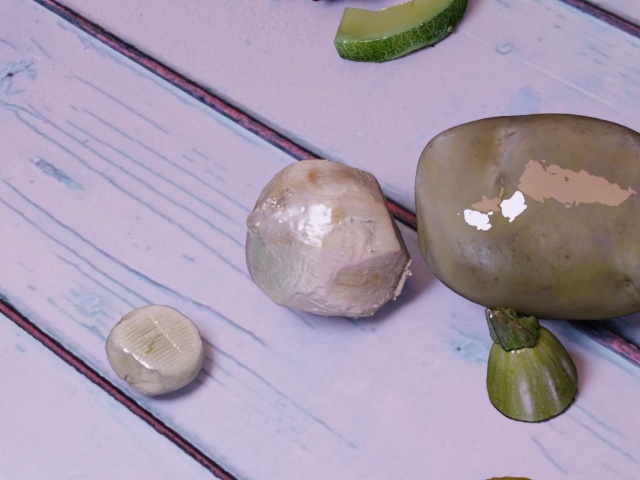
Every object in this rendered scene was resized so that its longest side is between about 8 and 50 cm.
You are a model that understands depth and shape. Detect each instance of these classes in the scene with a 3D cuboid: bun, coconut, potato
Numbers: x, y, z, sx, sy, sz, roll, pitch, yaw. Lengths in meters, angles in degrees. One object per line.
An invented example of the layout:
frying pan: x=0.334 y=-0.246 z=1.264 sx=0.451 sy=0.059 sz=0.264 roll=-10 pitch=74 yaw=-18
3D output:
bun: x=-0.190 y=0.130 z=2.094 sx=0.115 sy=0.069 sz=0.115 roll=7 pitch=50 yaw=-8
coconut: x=-0.001 y=-0.003 z=2.081 sx=0.194 sy=0.194 sz=0.194 roll=-7 pitch=49 yaw=8
potato: x=0.268 y=-0.028 z=2.013 sx=0.326 sy=0.221 sz=0.243 roll=1 pitch=21 yaw=7

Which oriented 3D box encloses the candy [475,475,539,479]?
candy: x=0.181 y=0.351 z=1.795 sx=0.260 sy=0.118 sz=0.260 roll=-6 pitch=44 yaw=6

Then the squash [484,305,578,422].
squash: x=0.220 y=0.117 z=1.964 sx=0.105 sy=0.132 sz=0.105 roll=-8 pitch=49 yaw=9

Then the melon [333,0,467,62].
melon: x=0.113 y=-0.296 z=2.388 sx=0.209 sy=0.064 sz=0.118 roll=-21 pitch=50 yaw=-1
